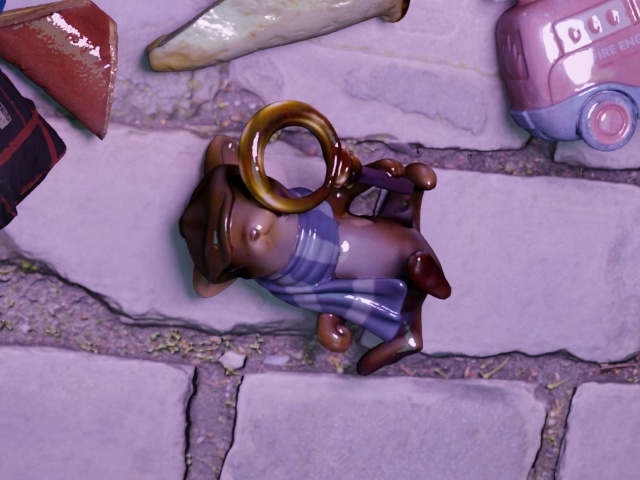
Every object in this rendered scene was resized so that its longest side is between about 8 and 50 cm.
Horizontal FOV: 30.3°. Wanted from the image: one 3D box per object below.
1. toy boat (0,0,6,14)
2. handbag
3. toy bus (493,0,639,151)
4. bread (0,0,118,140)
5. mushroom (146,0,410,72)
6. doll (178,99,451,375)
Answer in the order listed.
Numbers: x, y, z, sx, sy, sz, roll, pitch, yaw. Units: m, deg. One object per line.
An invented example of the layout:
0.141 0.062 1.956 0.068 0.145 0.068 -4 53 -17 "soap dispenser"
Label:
-0.466 -0.266 1.274 0.291 0.210 0.070 10 138 25 "toy boat"
-0.400 -0.126 1.318 0.155 0.169 0.215 -23 117 24 "handbag"
0.357 -0.253 1.454 0.294 0.197 0.232 -24 102 -3 "toy bus"
-0.292 -0.221 1.367 0.192 0.067 0.119 39 96 -22 "bread"
-0.048 -0.280 1.399 0.333 0.087 0.107 -14 112 -6 "mushroom"
0.002 0.001 1.439 0.339 0.209 0.318 16 101 -16 "doll"
